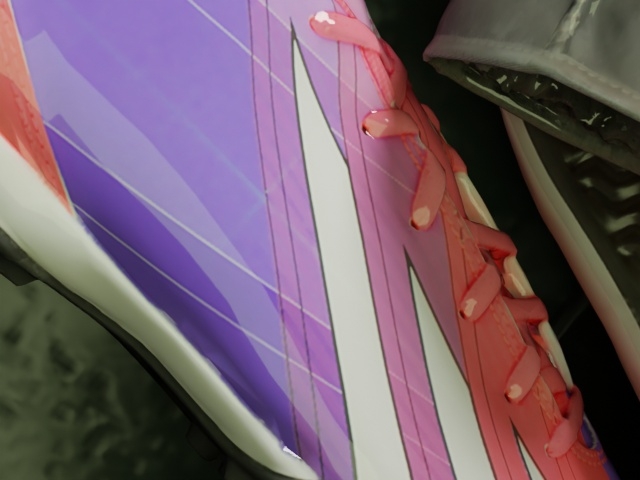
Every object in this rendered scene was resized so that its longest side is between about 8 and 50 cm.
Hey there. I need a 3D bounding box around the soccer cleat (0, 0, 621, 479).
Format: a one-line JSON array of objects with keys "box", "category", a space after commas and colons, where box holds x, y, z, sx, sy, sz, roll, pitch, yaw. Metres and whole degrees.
[{"box": [0.000, 0.000, 0.481, 0.318, 0.108, 0.116, 43, 85, -10], "category": "soccer cleat"}]

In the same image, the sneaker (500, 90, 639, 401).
[{"box": [0.111, -0.001, 0.520, 0.106, 0.123, 0.290, -12, 78, 10], "category": "sneaker"}]

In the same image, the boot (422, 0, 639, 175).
[{"box": [0.085, -0.126, 0.462, 0.076, 0.190, 0.208, 20, 99, -52], "category": "boot"}]
